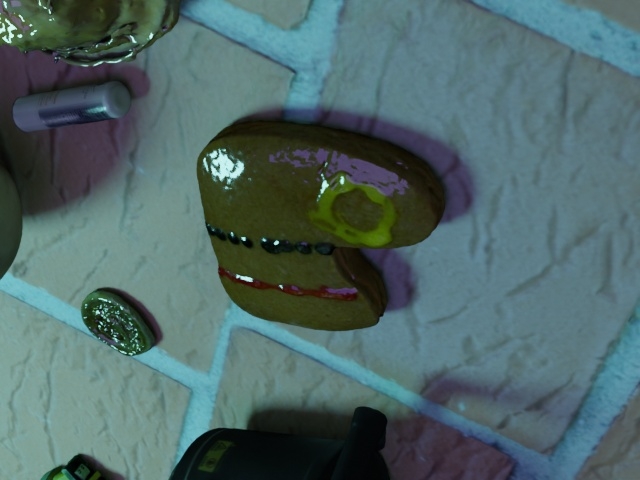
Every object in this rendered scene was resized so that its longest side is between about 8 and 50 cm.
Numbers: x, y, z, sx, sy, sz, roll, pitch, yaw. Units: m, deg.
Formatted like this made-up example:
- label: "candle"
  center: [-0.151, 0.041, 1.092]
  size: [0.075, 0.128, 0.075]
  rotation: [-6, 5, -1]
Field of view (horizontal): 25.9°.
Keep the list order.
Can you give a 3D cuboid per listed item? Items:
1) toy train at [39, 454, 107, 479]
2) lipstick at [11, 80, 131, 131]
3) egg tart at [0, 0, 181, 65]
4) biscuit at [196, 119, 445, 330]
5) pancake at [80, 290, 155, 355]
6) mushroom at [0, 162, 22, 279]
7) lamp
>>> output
- label: "toy train"
  center: [-0.351, 0.354, 2.001]
  size: [0.081, 0.050, 0.122]
  rotation: [50, 137, -6]
- label: "lipstick"
  center: [-0.259, -0.139, 1.451]
  size: [0.141, 0.040, 0.040]
  rotation: [-4, 128, 34]
- label: "egg tart"
  center: [-0.281, -0.283, 1.245]
  size: [0.352, 0.150, 0.352]
  rotation: [21, 140, 18]
- label: "biscuit"
  center: [-0.001, 0.001, 1.420]
  size: [0.262, 0.052, 0.277]
  rotation: [14, 137, 20]
- label: "pancake"
  center: [-0.249, 0.103, 1.706]
  size: [0.108, 0.017, 0.108]
  rotation: [21, 141, 18]
- label: "mushroom"
  center: [-0.480, -0.073, 1.526]
  size: [0.314, 0.314, 0.336]
  rotation: [2, 101, 31]
- label: "lamp"
  center: [-0.058, 0.326, 1.660]
  size: [0.272, 0.205, 0.374]
  rotation: [12, 147, 16]
